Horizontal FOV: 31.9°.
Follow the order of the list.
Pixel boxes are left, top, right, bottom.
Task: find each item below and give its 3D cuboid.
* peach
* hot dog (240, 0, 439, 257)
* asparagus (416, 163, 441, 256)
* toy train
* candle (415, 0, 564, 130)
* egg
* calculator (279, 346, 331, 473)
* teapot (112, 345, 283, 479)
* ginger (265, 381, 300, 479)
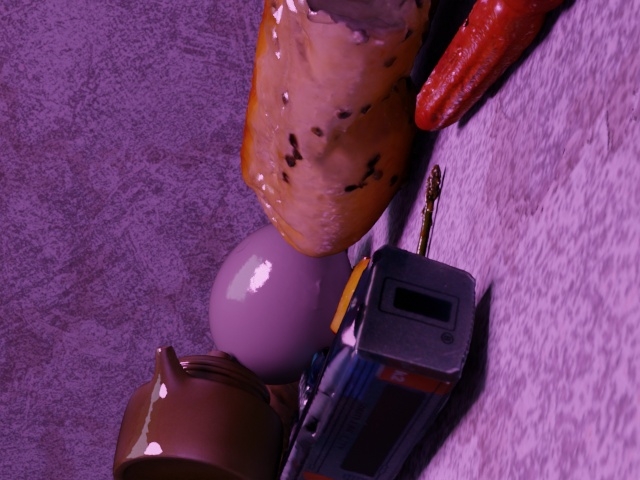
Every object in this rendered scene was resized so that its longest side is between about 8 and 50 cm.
[{"bbox_3d":[0.045,0.060,1.058,0.077,0.050,0.083,-50,26,23],"label":"peach"},{"bbox_3d":[0.027,-0.182,1.134,0.365,0.196,0.367,111,176,-47],"label":"hot dog"},{"bbox_3d":[0.084,0.015,0.950,0.016,0.013,0.166,22,-101,-52],"label":"asparagus"},{"bbox_3d":[0.024,0.150,0.849,0.409,0.089,0.086,108,178,-56],"label":"toy train"},{"bbox_3d":[0.115,-0.136,0.785,0.051,0.048,0.329,-37,-3,-11],"label":"candle"},{"bbox_3d":[-0.044,0.072,1.365,0.176,0.176,0.232,-83,16,-49],"label":"egg"},{"bbox_3d":[-0.009,0.240,1.202,0.274,0.058,0.248,-112,36,-84],"label":"calculator"},{"bbox_3d":[-0.127,0.216,1.295,0.268,0.185,0.175,57,-144,-47],"label":"teapot"},{"bbox_3d":[-0.050,0.248,1.588,0.236,0.166,0.375,68,-155,-11],"label":"ginger"}]
